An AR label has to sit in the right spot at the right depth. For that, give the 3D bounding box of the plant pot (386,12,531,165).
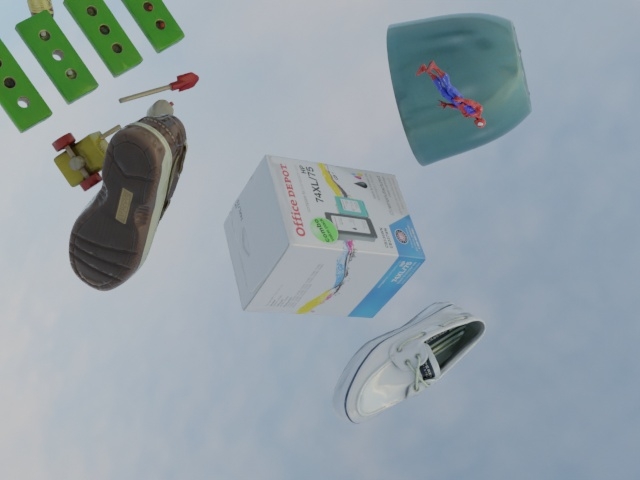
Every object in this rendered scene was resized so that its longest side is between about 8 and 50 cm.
[{"bbox_3d":[0.286,-0.315,1.635,0.235,0.293,0.293,-12,-123,17],"label":"plant pot"}]

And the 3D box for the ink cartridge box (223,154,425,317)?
[{"bbox_3d":[0.000,0.000,1.443,0.197,0.270,0.198,-53,-137,42],"label":"ink cartridge box"}]

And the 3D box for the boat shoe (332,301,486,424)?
[{"bbox_3d":[0.112,0.145,1.004,0.226,0.083,0.075,-39,-152,-29],"label":"boat shoe"}]

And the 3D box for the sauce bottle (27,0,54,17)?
[{"bbox_3d":[-0.489,-0.408,1.439,0.042,0.128,0.042,-1,-140,1],"label":"sauce bottle"}]

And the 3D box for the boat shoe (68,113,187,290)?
[{"bbox_3d":[-0.216,-0.042,0.968,0.257,0.095,0.095,-52,-179,40],"label":"boat shoe"}]

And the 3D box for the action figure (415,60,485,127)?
[{"bbox_3d":[0.172,-0.184,1.064,0.030,0.115,0.038,-61,-158,-17],"label":"action figure"}]

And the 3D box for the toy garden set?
[{"bbox_3d":[-0.271,-0.195,1.017,0.244,0.204,0.049,-38,-170,-27],"label":"toy garden set"}]
